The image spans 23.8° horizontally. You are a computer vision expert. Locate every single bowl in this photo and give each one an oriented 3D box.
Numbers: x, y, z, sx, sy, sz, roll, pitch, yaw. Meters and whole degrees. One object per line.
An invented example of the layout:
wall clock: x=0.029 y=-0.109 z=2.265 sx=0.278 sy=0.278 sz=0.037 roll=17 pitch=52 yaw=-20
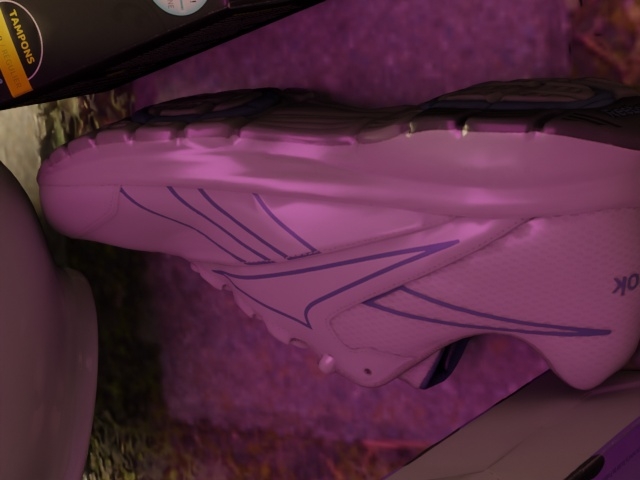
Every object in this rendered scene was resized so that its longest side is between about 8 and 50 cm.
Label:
bowl: x=-0.189 y=0.074 z=0.728 sx=0.298 sy=0.134 sz=0.298 roll=-172 pitch=90 yaw=-68

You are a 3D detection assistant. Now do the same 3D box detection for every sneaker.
sneaker: x=0.000 y=0.000 z=0.643 sx=0.297 sy=0.111 sz=0.129 roll=4 pitch=107 yaw=32

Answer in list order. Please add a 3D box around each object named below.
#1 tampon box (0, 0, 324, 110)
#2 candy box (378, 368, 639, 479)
tampon box: x=-0.091 y=-0.137 z=0.667 sx=0.161 sy=0.101 sz=0.120 roll=-17 pitch=93 yaw=34
candy box: x=0.094 y=0.165 z=0.586 sx=0.070 sy=0.165 sz=0.196 roll=0 pitch=101 yaw=33
